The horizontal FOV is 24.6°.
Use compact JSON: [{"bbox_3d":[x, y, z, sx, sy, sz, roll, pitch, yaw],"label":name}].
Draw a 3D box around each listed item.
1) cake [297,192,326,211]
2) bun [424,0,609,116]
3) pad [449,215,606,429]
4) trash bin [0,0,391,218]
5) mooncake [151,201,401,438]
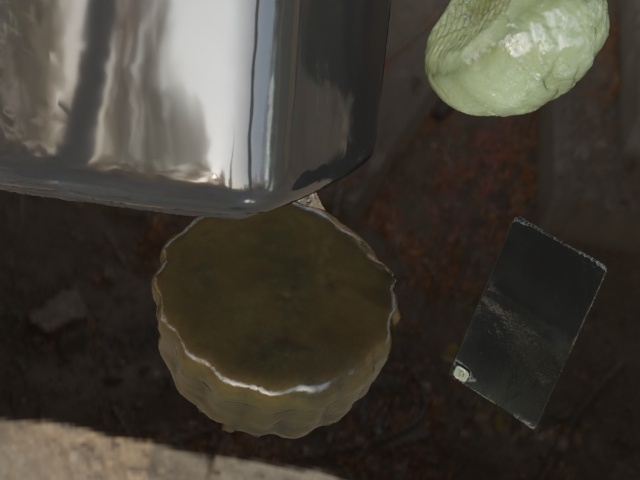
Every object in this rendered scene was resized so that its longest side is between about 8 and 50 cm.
[{"bbox_3d":[0.000,0.000,1.635,0.121,0.065,0.052,45,48,-12],"label":"cake"},{"bbox_3d":[0.188,-0.193,1.353,0.118,0.195,0.195,36,47,-21],"label":"bun"},{"bbox_3d":[0.208,0.084,1.490,0.116,0.193,0.004,33,23,30],"label":"pad"},{"bbox_3d":[-0.066,-0.165,0.532,0.209,0.290,0.182,7,13,17],"label":"trash bin"},{"bbox_3d":[-0.045,0.074,1.359,0.228,0.124,0.228,5,55,-7],"label":"mooncake"}]
